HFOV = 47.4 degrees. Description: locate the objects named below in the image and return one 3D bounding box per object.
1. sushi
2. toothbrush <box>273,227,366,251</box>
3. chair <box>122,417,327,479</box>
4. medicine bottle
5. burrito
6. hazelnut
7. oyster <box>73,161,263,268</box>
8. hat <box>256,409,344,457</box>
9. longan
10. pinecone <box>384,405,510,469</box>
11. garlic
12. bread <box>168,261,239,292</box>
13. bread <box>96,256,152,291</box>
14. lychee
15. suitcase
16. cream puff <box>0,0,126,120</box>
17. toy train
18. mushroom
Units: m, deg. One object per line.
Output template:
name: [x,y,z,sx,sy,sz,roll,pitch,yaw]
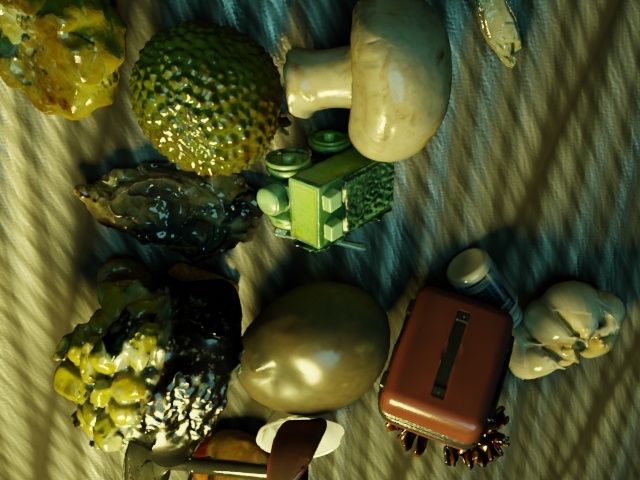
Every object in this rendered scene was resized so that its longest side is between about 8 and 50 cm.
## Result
sushi: [-0.327,0.210,1.381,0.285,0.328,0.329,23,122,-29]
toothbrush: [0.000,0.000,1.552,0.204,0.017,0.022,11,134,-13]
chair: [-0.179,0.472,1.511,0.400,0.226,0.227,-1,119,15]
medicine bottle: [0.368,0.115,1.614,0.107,0.107,0.191,-36,117,10]
burrito: [0.319,-0.425,1.361,0.063,0.058,0.229,-34,116,6]
hazelnut: [-0.200,0.547,1.719,0.186,0.210,0.210,-47,118,-18]
oyster: [-0.290,-0.069,1.433,0.361,0.096,0.221,24,104,-22]
hat: [-0.048,0.403,1.673,0.203,0.126,0.203,-3,137,-2]
longan: [-0.016,0.231,1.525,0.350,0.288,0.288,-28,118,23]
pinecone: [0.291,0.405,1.656,0.246,0.292,0.246,-32,136,-38]
garlic: [0.546,0.192,1.634,0.281,0.203,0.185,-17,101,4]
bread: [-0.246,0.088,1.540,0.157,0.044,0.052,21,139,-19]
bread: [-0.397,0.074,1.503,0.082,0.060,0.113,-41,117,13]
lychee: [-0.189,-0.244,1.264,0.269,0.320,0.270,0,87,0]
suitcase: [0.263,0.263,1.518,0.236,0.297,0.161,18,153,11]
cream puff: [-0.434,-0.351,1.231,0.281,0.185,0.282,21,137,22]
toy train: [0.014,-0.103,1.371,0.271,0.188,0.159,-29,131,-39]
mushroom: [0.081,-0.284,1.269,0.290,0.297,0.298,0,117,4]
